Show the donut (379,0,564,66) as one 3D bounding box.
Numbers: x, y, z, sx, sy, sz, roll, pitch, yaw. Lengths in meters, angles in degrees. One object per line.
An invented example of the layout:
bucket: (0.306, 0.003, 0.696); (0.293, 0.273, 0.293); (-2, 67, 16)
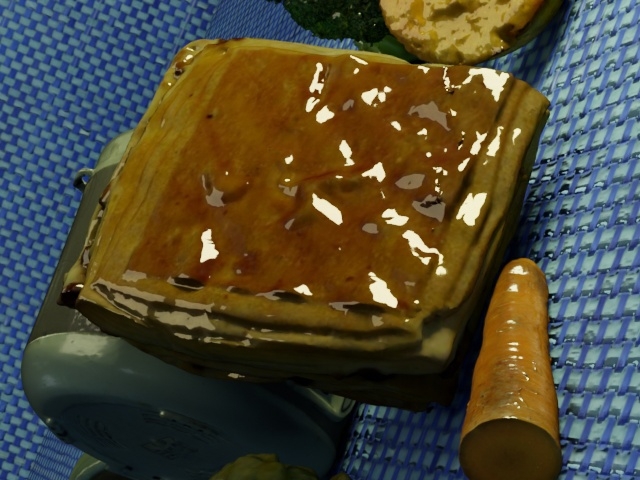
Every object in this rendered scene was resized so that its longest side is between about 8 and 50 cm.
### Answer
donut: (0.127, -0.219, 1.532); (0.065, 0.162, 0.178); (0, -49, -54)

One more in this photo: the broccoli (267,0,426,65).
broccoli: (0.065, -0.286, 1.727); (0.297, 0.297, 0.298); (77, -152, -63)

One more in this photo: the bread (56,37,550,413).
bread: (0.000, 0.000, 1.409); (0.277, 0.324, 0.167); (-65, -34, -30)

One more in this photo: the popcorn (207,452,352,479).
popcorn: (-0.043, 0.246, 1.346); (0.168, 0.173, 0.195); (48, 116, 30)

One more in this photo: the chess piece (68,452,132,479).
chess piece: (-0.125, 0.202, 1.879); (0.176, 0.175, 0.298); (-60, 1, 29)

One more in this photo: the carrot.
carrot: (0.122, 0.073, 1.227); (0.061, 0.061, 0.210); (-59, 9, 32)

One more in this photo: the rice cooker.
rice cooker: (-0.085, 0.056, 1.636); (0.288, 0.288, 0.277); (-42, 26, 63)
